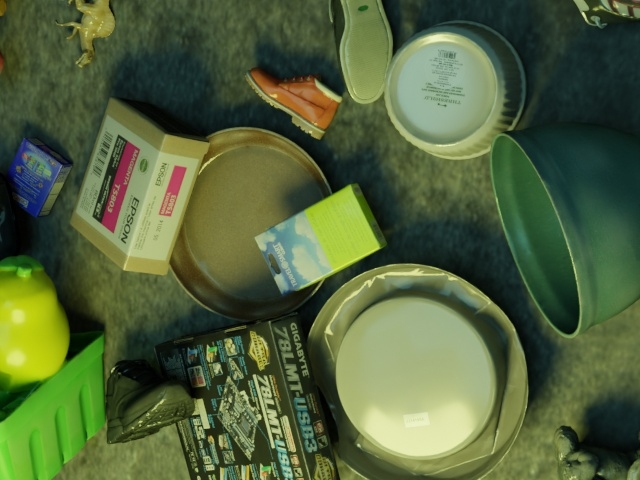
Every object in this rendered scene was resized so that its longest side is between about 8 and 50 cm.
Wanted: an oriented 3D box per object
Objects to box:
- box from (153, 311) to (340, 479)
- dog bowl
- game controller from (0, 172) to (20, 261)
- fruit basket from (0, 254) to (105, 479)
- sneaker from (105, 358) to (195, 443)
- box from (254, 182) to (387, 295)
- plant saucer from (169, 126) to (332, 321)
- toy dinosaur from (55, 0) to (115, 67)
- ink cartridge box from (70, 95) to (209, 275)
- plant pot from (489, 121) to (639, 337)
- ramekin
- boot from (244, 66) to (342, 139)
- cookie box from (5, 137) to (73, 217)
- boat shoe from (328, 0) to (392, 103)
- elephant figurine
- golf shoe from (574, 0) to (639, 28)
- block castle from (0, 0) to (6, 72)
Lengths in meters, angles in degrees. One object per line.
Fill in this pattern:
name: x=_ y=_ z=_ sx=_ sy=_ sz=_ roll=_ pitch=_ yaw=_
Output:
box: x=-0.116 y=0.278 z=1.881 sx=0.293 sy=0.073 sz=0.295 roll=-16 pitch=89 yaw=44
dog bowl: x=0.151 y=0.202 z=1.809 sx=0.349 sy=0.102 sz=0.348 roll=3 pitch=97 yaw=21
game controller: x=-0.657 y=-0.035 z=2.101 sx=0.319 sy=0.067 sz=0.166 roll=-3 pitch=110 yaw=31
fruit basket: x=-0.515 y=0.208 z=1.922 sx=0.283 sy=0.392 sz=0.392 roll=-9 pitch=93 yaw=22
sneaker: x=-0.292 y=0.249 z=1.928 sx=0.286 sy=0.109 sz=0.130 roll=-30 pitch=71 yaw=56
box: x=0.000 y=0.000 z=1.826 sx=0.178 sy=0.042 sz=0.109 roll=-28 pitch=85 yaw=21
plant saucer: x=-0.110 y=-0.027 z=1.913 sx=0.311 sy=0.050 sz=0.310 roll=3 pitch=97 yaw=21
toy dinosaur: x=-0.380 y=-0.382 z=1.985 sx=0.093 sy=0.053 sz=0.183 roll=27 pitch=113 yaw=0
ink cartridge box: x=-0.293 y=-0.090 z=1.915 sx=0.193 sy=0.088 sz=0.234 roll=33 pitch=108 yaw=46
plant pot: x=0.377 y=-0.037 z=1.623 sx=0.196 sy=0.293 sz=0.293 roll=-19 pitch=89 yaw=-5
ramekin: x=0.189 y=-0.219 z=1.744 sx=0.207 sy=0.109 sz=0.207 roll=2 pitch=97 yaw=21
boot: x=-0.041 y=-0.236 z=1.862 sx=0.158 sy=0.059 sz=0.084 roll=35 pitch=104 yaw=5
cookie box: x=-0.487 y=-0.108 z=2.051 sx=0.092 sy=0.040 sz=0.107 roll=35 pitch=106 yaw=16
boat shoe: x=0.057 y=-0.323 z=1.808 sx=0.084 sy=0.079 sz=0.233 roll=-9 pitch=94 yaw=-11
elephant figurine: x=0.458 y=0.329 z=1.688 sx=0.240 sy=0.169 sz=0.186 roll=-6 pitch=123 yaw=6
golf shoe: x=0.435 y=-0.339 z=1.656 sx=0.273 sy=0.105 sz=0.120 roll=37 pitch=123 yaw=19
block castle: x=-0.668 y=-0.487 z=1.994 sx=0.303 sy=0.213 sz=0.453 roll=5 pitch=95 yaw=24
